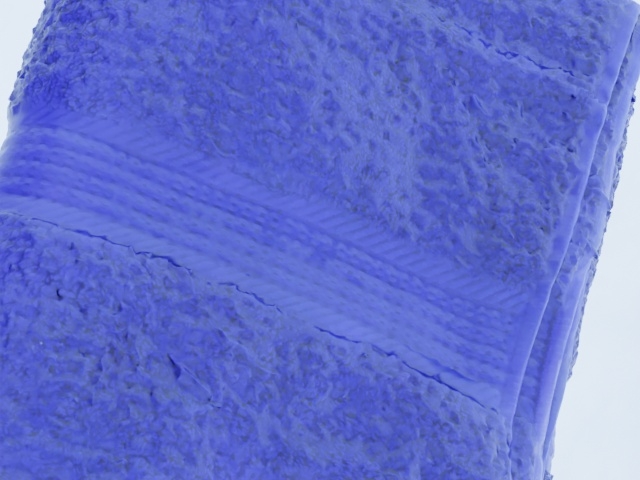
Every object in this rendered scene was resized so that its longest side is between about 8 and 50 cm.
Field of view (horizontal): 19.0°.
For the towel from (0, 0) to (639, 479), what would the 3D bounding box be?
[{"bbox_3d":[0.000,0.000,0.637,0.227,0.308,0.076,27,147,-18],"label":"towel"}]
